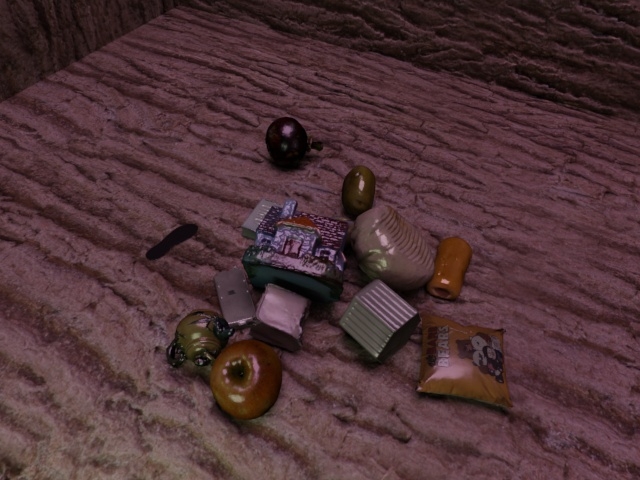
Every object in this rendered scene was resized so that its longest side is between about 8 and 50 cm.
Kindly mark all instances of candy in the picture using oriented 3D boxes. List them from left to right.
[{"bbox_3d":[-0.139,0.266,1.657,0.195,0.137,0.184,22,48,-6],"label":"candy"}]

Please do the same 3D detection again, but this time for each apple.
[{"bbox_3d":[-0.219,0.424,1.495,0.237,0.207,0.236,-5,58,9],"label":"apple"}]

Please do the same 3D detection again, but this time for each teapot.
[{"bbox_3d":[-0.388,0.331,1.571,0.270,0.173,0.182,-30,43,11],"label":"teapot"}]

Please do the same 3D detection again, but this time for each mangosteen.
[{"bbox_3d":[-0.123,-0.478,2.345,0.290,0.231,0.231,-8,47,-20],"label":"mangosteen"}]

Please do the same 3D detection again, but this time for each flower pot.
[{"bbox_3d":[0.204,0.274,1.655,0.209,0.239,0.190,-47,61,-6],"label":"flower pot"}]

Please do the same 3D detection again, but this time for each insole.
[{"bbox_3d":[-0.603,0.002,1.982,0.086,0.005,0.253,30,50,23],"label":"insole"}]

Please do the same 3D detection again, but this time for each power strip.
[{"bbox_3d":[-0.313,0.209,1.781,0.118,0.046,0.270,-13,50,-14],"label":"power strip"}]

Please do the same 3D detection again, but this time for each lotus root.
[{"bbox_3d":[0.000,0.000,1.954,0.323,0.139,0.158,-16,28,-10],"label":"lotus root"}]

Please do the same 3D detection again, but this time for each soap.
[{"bbox_3d":[-0.243,-0.086,2.061,0.115,0.063,0.198,19,47,10],"label":"soap"}]

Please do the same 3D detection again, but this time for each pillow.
[{"bbox_3d":[0.478,0.394,1.629,0.313,0.119,0.309,11,49,3],"label":"pillow"}]

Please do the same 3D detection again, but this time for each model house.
[{"bbox_3d":[-0.055,0.012,1.768,0.361,0.297,0.338,12,65,9],"label":"model house"}]

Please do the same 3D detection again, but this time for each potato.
[{"bbox_3d":[0.168,-0.221,2.150,0.149,0.197,0.228,9,79,9],"label":"potato"}]

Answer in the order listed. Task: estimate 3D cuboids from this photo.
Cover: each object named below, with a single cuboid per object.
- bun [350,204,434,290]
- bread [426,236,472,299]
[{"bbox_3d":[0.261,0.044,1.866,0.365,0.219,0.365,34,35,-28],"label":"bun"},{"bbox_3d":[0.518,0.102,1.941,0.142,0.091,0.305,16,46,17],"label":"bread"}]
